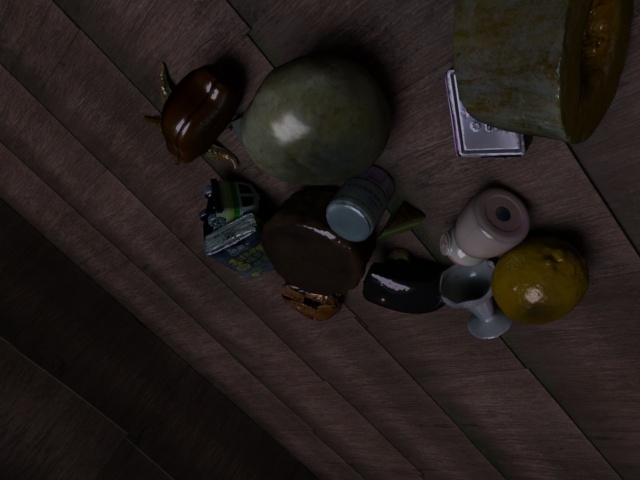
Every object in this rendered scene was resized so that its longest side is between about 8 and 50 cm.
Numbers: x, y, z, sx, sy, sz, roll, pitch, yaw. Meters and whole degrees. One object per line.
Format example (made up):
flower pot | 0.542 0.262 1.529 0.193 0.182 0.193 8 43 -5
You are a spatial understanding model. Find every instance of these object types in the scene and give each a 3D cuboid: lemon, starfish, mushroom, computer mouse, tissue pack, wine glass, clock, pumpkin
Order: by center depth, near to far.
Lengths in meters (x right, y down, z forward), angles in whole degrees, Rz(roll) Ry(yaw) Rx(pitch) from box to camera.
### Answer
pumpkin | 0.350 -0.332 0.882 0.199 0.332 0.332 21 144 38
clock | 0.340 -0.266 1.119 0.147 0.071 0.192 4 124 34
mushroom | -0.013 -0.267 1.247 0.352 0.260 0.352 -10 159 -4
lemon | 0.515 0.095 1.313 0.204 0.204 0.260 32 144 3
wine glass | 0.429 0.159 1.505 0.165 0.165 0.196 -4 138 40
computer mouse | 0.256 0.150 1.600 0.269 0.100 0.170 5 142 3
starfish | -0.420 -0.345 1.645 0.347 0.078 0.357 6 136 37
tissue pack | -0.219 0.026 1.757 0.185 0.081 0.257 -27 149 13

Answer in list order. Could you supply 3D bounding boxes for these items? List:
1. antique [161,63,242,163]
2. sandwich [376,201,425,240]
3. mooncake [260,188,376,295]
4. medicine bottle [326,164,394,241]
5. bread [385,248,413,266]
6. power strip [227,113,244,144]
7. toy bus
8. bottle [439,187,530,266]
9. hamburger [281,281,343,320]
antique | -0.312 -0.333 1.436 0.129 0.223 0.278 40 134 1
sandwich | 0.213 -0.033 1.471 0.074 0.116 0.074 36 145 -1
mooncake | 0.000 0.000 1.617 0.324 0.187 0.324 19 142 16
medicine bottle | 0.105 -0.099 1.434 0.135 0.168 0.135 20 141 18
bread | 0.235 0.073 1.633 0.072 0.053 0.106 -13 130 17
power strip | -0.137 -0.289 1.494 0.216 0.061 0.145 -10 125 44
toy bus | -0.293 -0.067 1.775 0.165 0.133 0.276 -4 150 -20
bottle | 0.383 -0.013 1.350 0.148 0.147 0.236 33 152 1
hamburger | -0.032 0.192 1.933 0.231 0.106 0.231 14 138 13
